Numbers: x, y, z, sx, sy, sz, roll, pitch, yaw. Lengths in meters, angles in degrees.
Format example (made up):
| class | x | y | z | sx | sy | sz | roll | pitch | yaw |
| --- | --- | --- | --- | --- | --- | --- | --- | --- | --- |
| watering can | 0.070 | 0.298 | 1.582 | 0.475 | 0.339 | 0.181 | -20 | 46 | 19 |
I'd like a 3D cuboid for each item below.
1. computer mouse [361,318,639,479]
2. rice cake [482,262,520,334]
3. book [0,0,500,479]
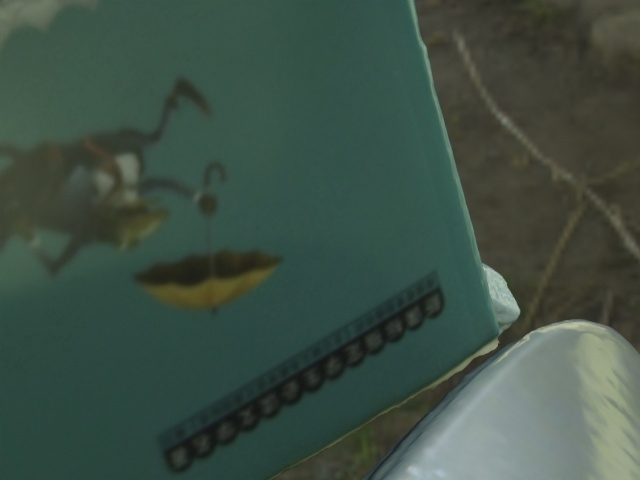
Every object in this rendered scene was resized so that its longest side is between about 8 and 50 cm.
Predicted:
| class | x | y | z | sx | sy | sz | roll | pitch | yaw |
| --- | --- | --- | --- | --- | --- | --- | --- | --- | --- |
| computer mouse | 0.067 | 0.145 | 0.467 | 0.095 | 0.197 | 0.331 | -22 | 14 | 34 |
| rice cake | 0.000 | 0.000 | 0.753 | 0.245 | 0.042 | 0.045 | 20 | 31 | -45 |
| book | -0.088 | -0.072 | 0.531 | 0.264 | 0.379 | 0.031 | -29 | 26 | -25 |
